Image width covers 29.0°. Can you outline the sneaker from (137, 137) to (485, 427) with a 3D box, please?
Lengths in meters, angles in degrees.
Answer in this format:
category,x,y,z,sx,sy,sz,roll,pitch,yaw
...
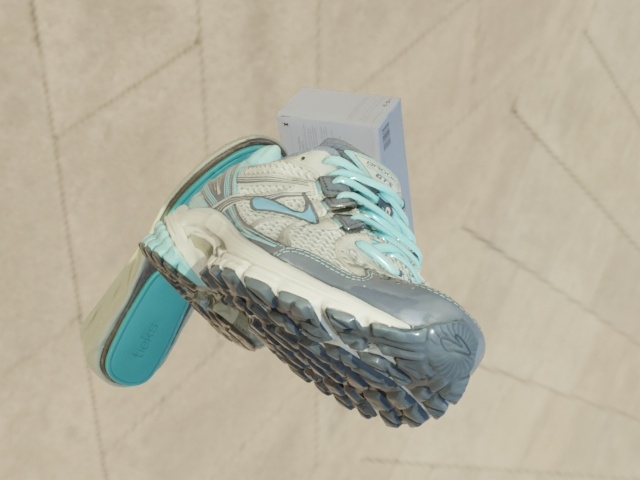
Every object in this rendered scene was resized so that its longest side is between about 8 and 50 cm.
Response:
category,x,y,z,sx,sy,sz,roll,pitch,yaw
sneaker,0.000,0.000,0.648,0.122,0.283,0.110,-49,120,-11

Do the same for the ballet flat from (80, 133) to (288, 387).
category,x,y,z,sx,sy,sz,roll,pitch,yaw
ballet flat,-0.119,0.008,1.035,0.248,0.086,0.086,-53,155,5

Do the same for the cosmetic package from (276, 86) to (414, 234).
category,x,y,z,sx,sy,sz,roll,pitch,yaw
cosmetic package,0.030,-0.019,1.126,0.060,0.099,0.239,-55,145,-47
